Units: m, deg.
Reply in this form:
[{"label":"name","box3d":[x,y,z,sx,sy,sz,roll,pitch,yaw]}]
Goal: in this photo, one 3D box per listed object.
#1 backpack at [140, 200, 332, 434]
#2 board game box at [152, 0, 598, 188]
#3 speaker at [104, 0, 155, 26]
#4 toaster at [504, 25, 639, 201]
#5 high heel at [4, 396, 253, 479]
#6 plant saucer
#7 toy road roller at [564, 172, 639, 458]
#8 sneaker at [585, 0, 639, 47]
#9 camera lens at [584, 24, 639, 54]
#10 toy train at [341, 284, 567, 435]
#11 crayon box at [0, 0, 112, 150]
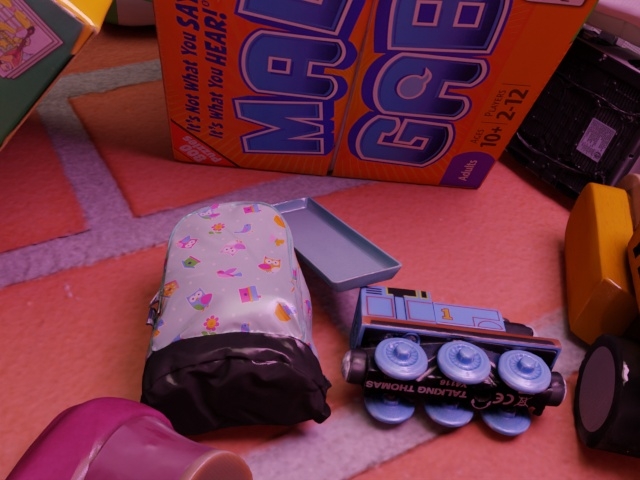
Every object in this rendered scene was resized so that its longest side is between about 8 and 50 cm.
[{"label":"backpack","box3d":[-0.067,0.056,0.564,0.152,0.115,0.181,0,42,-6]},{"label":"board game box","box3d":[0.038,-0.307,0.713,0.357,0.356,0.355,5,64,-5]},{"label":"speaker","box3d":[-0.164,-0.371,0.983,0.297,0.131,0.131,-6,46,-16]},{"label":"toaster","box3d":[0.308,-0.136,0.790,0.110,0.185,0.168,-16,47,-38]},{"label":"high heel","box3d":[-0.200,0.253,0.379,0.181,0.127,0.377,2,39,43]},{"label":"plant saucer","box3d":[0.000,0.000,0.657,0.067,0.018,0.192,-14,26,-22]},{"label":"toy road roller","box3d":[0.344,0.028,0.569,0.203,0.240,0.329,13,44,3]},{"label":"sneaker","box3d":[0.338,-0.248,0.719,0.256,0.094,0.151,22,18,-12]},{"label":"camera lens","box3d":[0.443,-0.247,0.861,0.274,0.219,0.219,44,53,17]},{"label":"toy train","box3d":[0.109,0.097,0.579,0.184,0.080,0.105,6,38,-3]},{"label":"crayon box","box3d":[-0.291,-0.164,0.593,0.106,0.363,0.313,34,35,-30]}]
